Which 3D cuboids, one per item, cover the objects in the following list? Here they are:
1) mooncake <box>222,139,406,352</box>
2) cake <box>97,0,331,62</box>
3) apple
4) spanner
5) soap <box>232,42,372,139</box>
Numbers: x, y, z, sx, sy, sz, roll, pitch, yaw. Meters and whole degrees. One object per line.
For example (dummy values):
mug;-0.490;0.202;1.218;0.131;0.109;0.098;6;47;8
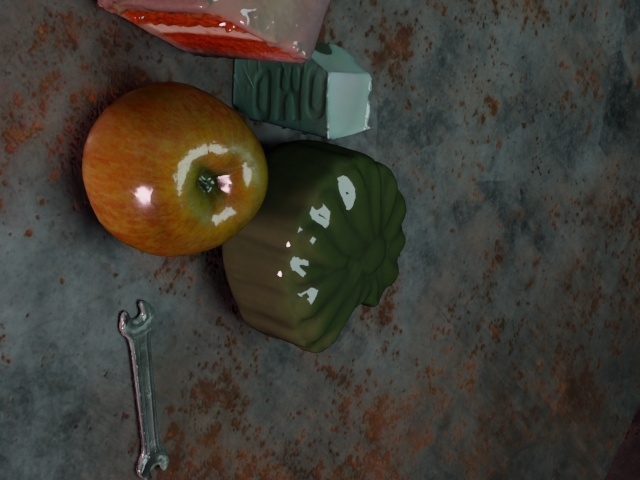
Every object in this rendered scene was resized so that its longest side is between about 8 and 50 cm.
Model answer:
mooncake;0.000;0.000;2.223;0.351;0.187;0.351;-26;124;-46
cake;-0.140;-0.395;1.926;0.237;0.309;0.230;19;83;-44
apple;-0.206;-0.100;1.969;0.264;0.264;0.264;-14;109;-44
spanner;-0.279;0.240;2.141;0.071;0.017;0.301;-21;113;-42
soap;-0.030;-0.240;2.127;0.091;0.231;0.145;-11;107;-45
